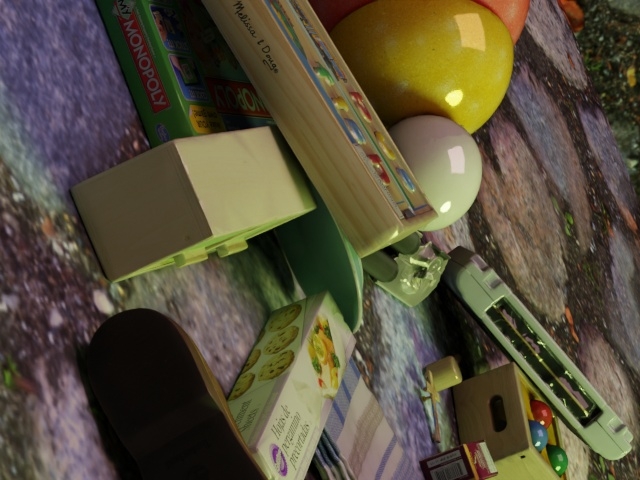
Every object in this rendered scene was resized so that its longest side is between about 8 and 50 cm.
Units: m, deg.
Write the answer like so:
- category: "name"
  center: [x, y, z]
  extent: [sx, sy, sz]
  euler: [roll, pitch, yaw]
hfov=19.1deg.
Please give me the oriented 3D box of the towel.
- category: "towel"
  center: [0.061, 0.238, 1.836]
  extent: [0.285, 0.034, 0.209]
  euler: [62, 18, -13]

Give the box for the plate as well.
- category: "plate"
  center: [0.000, 0.000, 1.803]
  extent: [0.188, 0.024, 0.188]
  euler: [55, -21, 34]

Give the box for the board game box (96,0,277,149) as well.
- category: "board game box"
  center: [-0.114, -0.183, 1.843]
  extent: [0.213, 0.046, 0.317]
  euler: [68, 19, 6]

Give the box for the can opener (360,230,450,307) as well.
- category: "can opener"
  center: [0.056, -0.004, 2.089]
  extent: [0.095, 0.076, 0.283]
  euler: [40, 2, 34]

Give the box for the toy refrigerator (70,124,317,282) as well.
- category: "toy refrigerator"
  center: [-0.099, -0.032, 1.617]
  extent: [0.094, 0.102, 0.269]
  euler: [67, 18, 1]

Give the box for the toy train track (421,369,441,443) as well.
- category: "toy train track"
  center: [0.121, 0.184, 2.095]
  extent: [0.048, 0.014, 0.083]
  euler: [49, 30, -58]

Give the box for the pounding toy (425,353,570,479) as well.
- category: "pounding toy"
  center: [0.206, 0.191, 2.191]
  extent: [0.206, 0.094, 0.181]
  euler: [49, 25, -42]

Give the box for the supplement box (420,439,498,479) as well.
- category: "supplement box"
  center: [0.149, 0.243, 2.034]
  extent: [0.083, 0.055, 0.043]
  euler: [8, 60, -69]

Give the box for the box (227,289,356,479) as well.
- category: "box"
  center: [-0.034, 0.139, 1.647]
  extent: [0.063, 0.067, 0.324]
  euler: [61, 20, -14]

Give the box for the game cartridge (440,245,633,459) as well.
- category: "game cartridge"
  center: [0.253, 0.133, 2.287]
  extent: [0.294, 0.060, 0.196]
  euler: [49, 3, -5]

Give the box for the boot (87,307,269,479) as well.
- category: "boot"
  center: [-0.076, 0.198, 1.418]
  extent: [0.115, 0.112, 0.305]
  euler: [40, 29, -73]

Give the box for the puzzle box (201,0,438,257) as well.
- category: "puzzle box"
  center: [-0.025, -0.175, 1.812]
  extent: [0.409, 0.052, 0.272]
  euler: [59, 10, 2]

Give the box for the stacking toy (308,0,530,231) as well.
- category: "stacking toy"
  center: [0.097, -0.220, 2.081]
  extent: [0.350, 0.350, 0.480]
  euler: [45, 37, -47]
